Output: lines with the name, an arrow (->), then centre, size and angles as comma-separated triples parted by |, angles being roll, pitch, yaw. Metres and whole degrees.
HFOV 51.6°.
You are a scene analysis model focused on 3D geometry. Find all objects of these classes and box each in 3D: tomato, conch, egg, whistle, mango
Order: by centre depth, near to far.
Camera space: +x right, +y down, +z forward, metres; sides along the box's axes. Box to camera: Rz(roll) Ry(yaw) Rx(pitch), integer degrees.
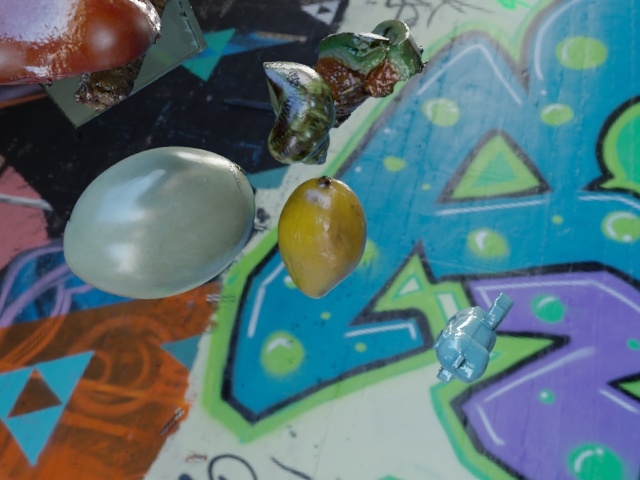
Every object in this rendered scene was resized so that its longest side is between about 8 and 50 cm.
tomato -> -0.216, -0.192, 0.551 | 0.166, 0.174, 0.082 | -62, -31, -54
egg -> -0.204, -0.022, 0.853 | 0.187, 0.253, 0.187 | 56, 165, 24
whistle -> 0.251, 0.169, 1.141 | 0.186, 0.093, 0.274 | -56, -10, 19
conch -> -0.041, -0.228, 1.210 | 0.187, 0.124, 0.182 | -115, 24, -57
mango -> 0.000, 0.000, 1.275 | 0.119, 0.176, 0.317 | -53, -15, -42

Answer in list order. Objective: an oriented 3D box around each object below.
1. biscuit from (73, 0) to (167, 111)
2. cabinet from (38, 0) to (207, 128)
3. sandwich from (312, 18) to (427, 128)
biscuit -> -0.196, -0.223, 0.686 | 0.034, 0.064, 0.199 | 35, -119, -41
cabinet -> -0.283, -0.280, 0.835 | 0.206, 0.150, 0.145 | -35, -25, -8
sandwich -> 0.057, -0.356, 1.385 | 0.301, 0.162, 0.250 | -39, 23, 22
